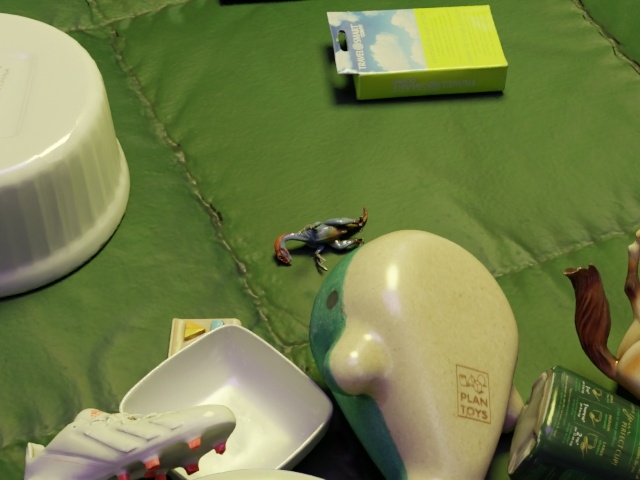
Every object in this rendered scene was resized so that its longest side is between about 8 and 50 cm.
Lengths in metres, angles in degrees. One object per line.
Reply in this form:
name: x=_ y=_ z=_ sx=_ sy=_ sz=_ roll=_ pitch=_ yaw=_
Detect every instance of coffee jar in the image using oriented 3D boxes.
coffee jar: x=0.244 y=0.177 z=1.081 sx=0.184 sy=0.079 sz=0.096 roll=24 pitch=47 yaw=-1

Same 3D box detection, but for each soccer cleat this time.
soccer cleat: x=-0.154 y=0.156 z=1.064 sx=0.196 sy=0.068 sz=0.076 roll=-27 pitch=65 yaw=22

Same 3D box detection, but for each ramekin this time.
ramekin: x=-0.321 y=-0.090 z=1.292 sx=0.277 sy=0.135 sz=0.277 roll=1 pitch=48 yaw=-1

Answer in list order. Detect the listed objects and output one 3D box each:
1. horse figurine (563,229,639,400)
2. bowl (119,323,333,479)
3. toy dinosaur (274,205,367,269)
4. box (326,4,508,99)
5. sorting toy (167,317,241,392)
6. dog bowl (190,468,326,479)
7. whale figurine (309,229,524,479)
horse figurine: x=0.326 y=0.093 z=1.160 sx=0.263 sy=0.174 sz=0.066 roll=14 pitch=9 yaw=12
bowl: x=-0.077 y=0.152 z=1.134 sx=0.142 sy=0.053 sz=0.142 roll=37 pitch=55 yaw=28
toy dinosaur: x=0.000 y=0.000 z=1.301 sx=0.082 sy=0.047 sz=0.090 roll=-1 pitch=14 yaw=9
box: x=0.100 y=-0.201 z=1.472 sx=0.178 sy=0.042 sz=0.109 roll=-4 pitch=47 yaw=-5
sorting toy: x=-0.102 y=0.099 z=1.208 sx=0.062 sy=0.012 sz=0.083 roll=2 pitch=47 yaw=-1
dog bowl: x=-0.044 y=0.295 z=0.968 sx=0.265 sy=0.104 sz=0.265 roll=1 pitch=47 yaw=-1
whale figurine: x=0.071 y=0.130 z=1.117 sx=0.216 sy=0.141 sz=0.272 roll=17 pitch=58 yaw=-41
